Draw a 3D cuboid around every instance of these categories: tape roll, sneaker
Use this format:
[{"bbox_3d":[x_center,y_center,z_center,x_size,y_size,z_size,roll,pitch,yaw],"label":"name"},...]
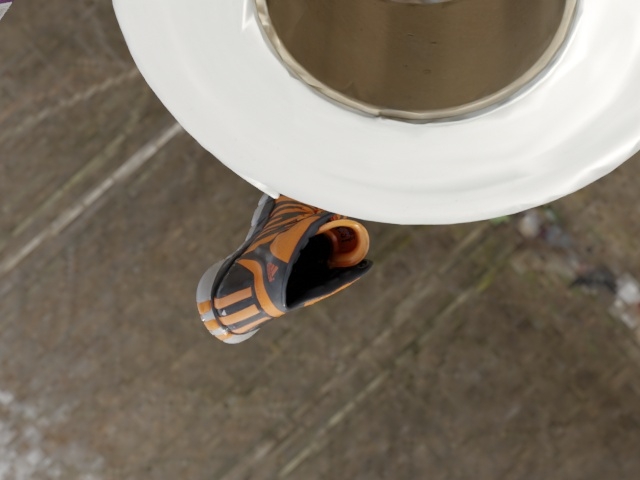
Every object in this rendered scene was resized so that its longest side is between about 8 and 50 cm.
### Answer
[{"bbox_3d":[0.046,-0.142,0.755,0.286,0.286,0.100,48,-149,-32],"label":"tape roll"},{"bbox_3d":[0.000,0.000,1.866,0.124,0.180,0.321,54,-140,-19],"label":"sneaker"}]

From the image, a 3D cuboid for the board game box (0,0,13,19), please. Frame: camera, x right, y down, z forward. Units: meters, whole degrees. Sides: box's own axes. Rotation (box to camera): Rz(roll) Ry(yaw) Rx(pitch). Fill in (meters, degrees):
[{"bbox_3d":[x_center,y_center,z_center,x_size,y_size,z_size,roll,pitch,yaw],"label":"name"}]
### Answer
[{"bbox_3d":[-0.288,-0.256,1.326,0.056,0.208,0.347,43,-166,-2],"label":"board game box"}]
